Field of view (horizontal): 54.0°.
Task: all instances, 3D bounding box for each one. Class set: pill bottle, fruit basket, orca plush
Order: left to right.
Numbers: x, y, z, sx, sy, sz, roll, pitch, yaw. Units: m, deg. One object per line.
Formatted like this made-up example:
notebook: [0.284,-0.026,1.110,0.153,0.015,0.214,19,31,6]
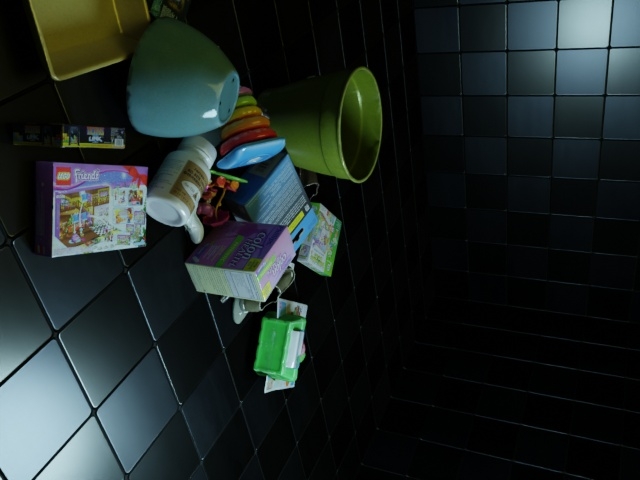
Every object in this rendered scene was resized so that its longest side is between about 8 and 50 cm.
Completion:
pill bottle: [-0.365,-0.163,1.659,0.131,0.131,0.229,64,39,-49]
orca plush: [-0.291,-0.340,1.838,0.287,0.102,0.151,-48,113,-36]
fruit basket: [-0.112,0.386,2.297,0.353,0.165,0.327,29,69,-67]

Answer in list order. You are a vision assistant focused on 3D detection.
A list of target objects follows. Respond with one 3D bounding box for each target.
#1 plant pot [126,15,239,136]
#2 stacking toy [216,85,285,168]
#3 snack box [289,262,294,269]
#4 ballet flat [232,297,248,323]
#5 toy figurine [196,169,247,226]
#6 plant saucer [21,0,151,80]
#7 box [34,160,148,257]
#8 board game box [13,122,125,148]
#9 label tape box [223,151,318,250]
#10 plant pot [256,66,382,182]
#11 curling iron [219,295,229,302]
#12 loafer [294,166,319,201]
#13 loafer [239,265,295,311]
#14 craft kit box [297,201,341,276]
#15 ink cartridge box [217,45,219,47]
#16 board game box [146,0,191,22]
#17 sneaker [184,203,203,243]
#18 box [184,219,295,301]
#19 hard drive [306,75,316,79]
plant pot: [-0.313,-0.376,1.538,0.290,0.195,0.290,18,90,-83]
stacking toy: [-0.231,-0.360,1.729,0.166,0.175,0.301,-19,88,-34]
snack box: [-0.147,0.101,2.317,0.178,0.022,0.064,29,70,-64]
ballet flat: [-0.245,0.173,2.070,0.072,0.068,0.213,5,92,-65]
toy figurine: [-0.312,-0.121,1.833,0.173,0.130,0.159,15,91,-43]
plant saucer: [-0.513,-0.535,1.319,0.333,0.081,0.332,-48,137,-53]
box: [-0.516,-0.076,1.441,0.293,0.057,0.200,-9,104,-64]
board game box: [-0.518,-0.217,1.305,0.170,0.141,0.048,-15,110,-64]
label tape box: [-0.156,-0.103,2.094,0.240,0.106,0.333,-53,143,-24]
plant pot: [-0.023,-0.386,2.083,0.366,0.353,0.366,7,90,-65]
curling iron: [-0.215,0.106,2.024,0.274,0.035,0.068,-42,129,-18]
loafer: [-0.055,-0.216,2.315,0.134,0.130,0.365,34,65,-62]
loafer: [-0.157,0.165,2.058,0.251,0.087,0.094,-40,132,-43]
craft kit box: [0.000,0.000,2.579,0.250,0.061,0.246,36,66,-62]
ink cartridge box: [-0.331,-0.485,1.741,0.104,0.062,0.181,-29,121,-61]
board game box: [-0.388,-0.630,1.629,0.126,0.026,0.186,42,58,-60]
sneaker: [-0.373,-0.059,1.771,0.061,0.054,0.152,-32,118,-49]
box: [-0.234,0.053,1.859,0.213,0.243,0.117,-57,145,-43]
hard drive: [-0.001,-0.445,2.395,0.203,0.040,0.307,-96,175,-55]
